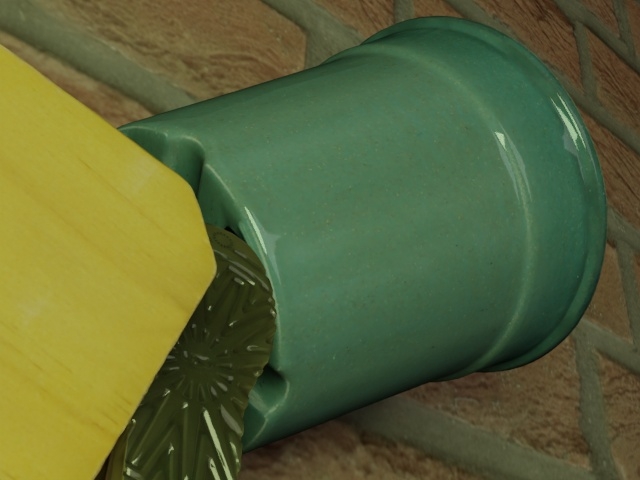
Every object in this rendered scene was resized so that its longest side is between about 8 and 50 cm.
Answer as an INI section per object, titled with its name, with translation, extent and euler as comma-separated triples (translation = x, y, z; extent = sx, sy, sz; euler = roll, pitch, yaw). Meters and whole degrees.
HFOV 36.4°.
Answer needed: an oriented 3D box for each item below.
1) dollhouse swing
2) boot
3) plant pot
[dollhouse swing]
translation = -0.288, 0.034, 0.472
extent = 0.305, 0.315, 0.347
euler = 48, 41, -20
[boot]
translation = -0.144, 0.141, 0.595
extent = 0.089, 0.269, 0.236
euler = 31, 41, -20
[plant pot]
translation = 0.000, 0.000, 0.808
extent = 0.334, 0.341, 0.341
euler = -18, 82, -42
